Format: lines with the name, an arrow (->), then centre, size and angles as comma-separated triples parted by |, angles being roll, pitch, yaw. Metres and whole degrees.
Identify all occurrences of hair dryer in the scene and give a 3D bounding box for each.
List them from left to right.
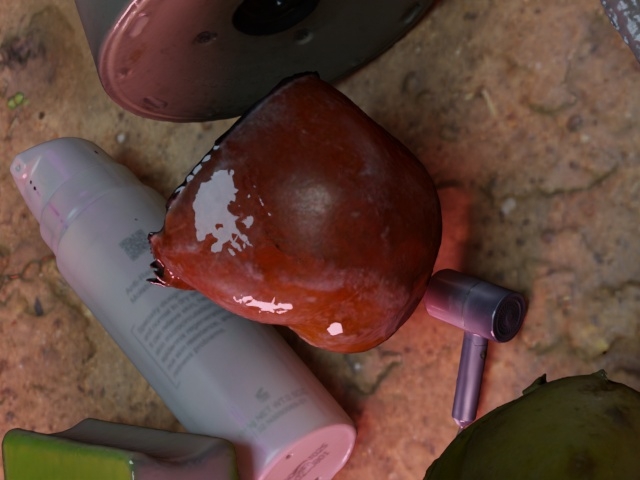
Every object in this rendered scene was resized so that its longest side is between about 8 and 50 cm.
hair dryer -> 0.098, 0.081, 1.253 | 0.063, 0.037, 0.114 | 19, 108, 40

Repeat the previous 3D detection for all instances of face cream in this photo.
face cream -> -0.112, 0.050, 1.379 | 0.345, 0.102, 0.102 | 49, 118, 29

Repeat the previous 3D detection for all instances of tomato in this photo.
tomato -> 0.000, 0.000, 1.228 | 0.155, 0.214, 0.181 | 39, 99, 14

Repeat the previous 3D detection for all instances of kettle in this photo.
kettle -> -0.073, -0.330, 1.242 | 0.361, 0.250, 0.377 | -52, 54, 50

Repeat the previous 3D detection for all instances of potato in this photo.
potato -> 0.159, 0.235, 1.110 | 0.210, 0.173, 0.308 | -26, 70, 34

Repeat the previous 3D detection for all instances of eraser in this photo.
eraser -> -0.143, 0.240, 1.345 | 0.274, 0.092, 0.210 | -8, 89, 61

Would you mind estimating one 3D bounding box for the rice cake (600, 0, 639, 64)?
rice cake -> 0.210, -0.138, 1.151 | 0.049, 0.055, 0.270 | -34, 67, 20
